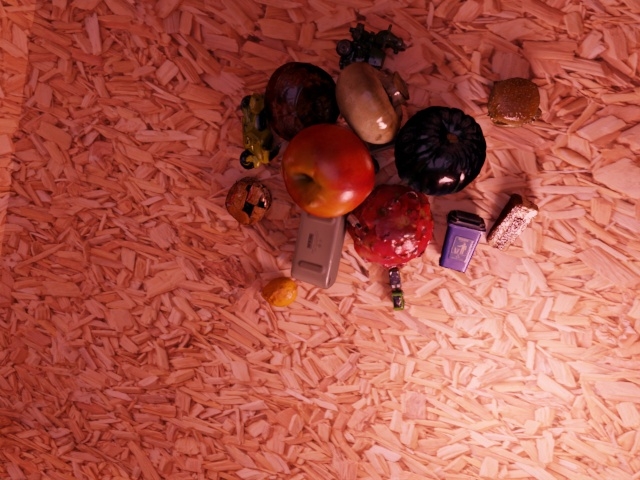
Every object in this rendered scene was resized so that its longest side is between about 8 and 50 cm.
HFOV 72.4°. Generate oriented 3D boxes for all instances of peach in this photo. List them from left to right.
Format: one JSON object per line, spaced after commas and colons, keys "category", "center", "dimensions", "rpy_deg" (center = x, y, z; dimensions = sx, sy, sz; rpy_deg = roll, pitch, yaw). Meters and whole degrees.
{"category": "peach", "center": [0.040, -0.282, 1.733], "dimensions": [0.389, 0.388, 0.388], "rpy_deg": [2, 99, 12]}

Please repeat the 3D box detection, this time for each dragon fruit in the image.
{"category": "dragon fruit", "center": [0.303, -0.053, 1.850], "dimensions": [0.387, 0.249, 0.370], "rpy_deg": [-2, 100, 3]}

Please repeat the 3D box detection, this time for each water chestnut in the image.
{"category": "water chestnut", "center": [-0.088, -0.583, 1.867], "dimensions": [0.302, 0.351, 0.350], "rpy_deg": [38, 110, 50]}

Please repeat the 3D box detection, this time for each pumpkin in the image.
{"category": "pumpkin", "center": [0.473, -0.357, 1.738], "dimensions": [0.364, 0.266, 0.363], "rpy_deg": [1, 78, -4]}

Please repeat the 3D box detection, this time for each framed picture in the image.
{"category": "framed picture", "center": [0.268, -0.440, 1.903], "dimensions": [0.149, 0.011, 0.109], "rpy_deg": [-18, 84, 4]}

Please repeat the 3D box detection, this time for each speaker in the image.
{"category": "speaker", "center": [0.000, 0.000, 1.969], "dimensions": [0.184, 0.183, 0.405], "rpy_deg": [14, 100, 16]}

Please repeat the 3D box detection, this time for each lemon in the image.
{"category": "lemon", "center": [-0.192, 0.246, 2.064], "dimensions": [0.187, 0.142, 0.142], "rpy_deg": [-13, 95, 17]}

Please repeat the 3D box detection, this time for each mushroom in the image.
{"category": "mushroom", "center": [0.213, -0.553, 1.746], "dimensions": [0.260, 0.352, 0.352], "rpy_deg": [-24, 92, 26]}

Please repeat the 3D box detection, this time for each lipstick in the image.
{"category": "lipstick", "center": [0.150, -0.062, 1.774], "dimensions": [0.107, 0.025, 0.025], "rpy_deg": [53, 130, 27]}

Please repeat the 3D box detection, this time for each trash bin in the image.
{"category": "trash bin", "center": [0.590, -0.002, 1.849], "dimensions": [0.163, 0.184, 0.234], "rpy_deg": [15, 112, 11]}

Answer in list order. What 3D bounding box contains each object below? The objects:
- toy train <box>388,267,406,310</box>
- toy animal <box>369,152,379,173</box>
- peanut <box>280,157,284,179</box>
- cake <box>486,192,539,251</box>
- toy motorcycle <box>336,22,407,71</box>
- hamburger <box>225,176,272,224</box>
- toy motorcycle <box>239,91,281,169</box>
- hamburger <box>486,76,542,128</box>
{"category": "toy train", "center": [0.344, 0.218, 1.970], "dimensions": [0.060, 0.081, 0.202], "rpy_deg": [-8, 96, 14]}
{"category": "toy animal", "center": [0.184, -0.273, 1.934], "dimensions": [0.148, 0.084, 0.232], "rpy_deg": [5, 96, 11]}
{"category": "peanut", "center": [-0.108, -0.307, 1.938], "dimensions": [0.122, 0.253, 0.137], "rpy_deg": [32, 68, 31]}
{"category": "cake", "center": [0.788, -0.065, 1.802], "dimensions": [0.112, 0.135, 0.246], "rpy_deg": [30, 104, 6]}
{"category": "toy motorcycle", "center": [0.207, -0.791, 1.831], "dimensions": [0.275, 0.127, 0.205], "rpy_deg": [20, 99, 13]}
{"category": "hamburger", "center": [-0.344, -0.185, 2.057], "dimensions": [0.231, 0.107, 0.230], "rpy_deg": [3, 106, 12]}
{"category": "toy motorcycle", "center": [-0.275, -0.490, 1.975], "dimensions": [0.206, 0.142, 0.342], "rpy_deg": [4, 101, 11]}
{"category": "hamburger", "center": [0.777, -0.547, 1.740], "dimensions": [0.215, 0.122, 0.189], "rpy_deg": [14, 99, 8]}
